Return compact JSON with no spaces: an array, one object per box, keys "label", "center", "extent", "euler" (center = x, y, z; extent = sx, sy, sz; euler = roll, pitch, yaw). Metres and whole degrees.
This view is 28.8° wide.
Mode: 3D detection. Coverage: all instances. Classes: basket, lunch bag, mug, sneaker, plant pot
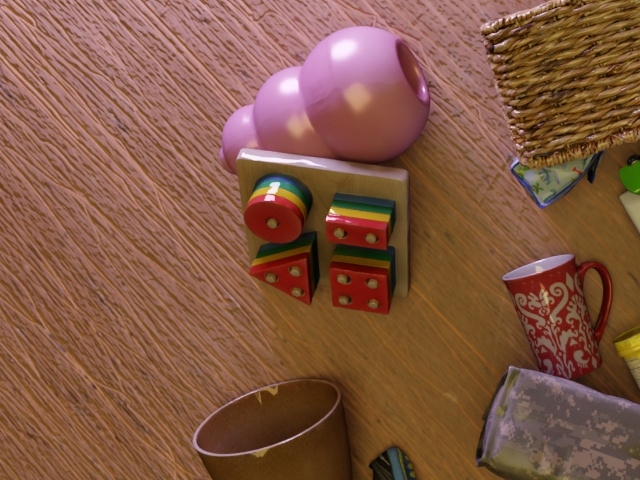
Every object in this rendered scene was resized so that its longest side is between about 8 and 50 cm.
[{"label":"basket","center":[0.397,-0.246,1.765],"extent":[0.299,0.213,0.223],"euler":[-18,96,13]},{"label":"lunch bag","center":[0.361,-0.122,1.824],"extent":[0.151,0.129,0.096],"euler":[-40,90,11]},{"label":"mug","center":[0.367,0.112,1.853],"extent":[0.150,0.113,0.169],"euler":[-18,94,15]},{"label":"sneaker","center":[0.113,0.414,1.927],"extent":[0.078,0.067,0.188],"euler":[-32,45,27]},{"label":"plant pot","center":[-0.043,0.379,1.928],"extent":[0.237,0.237,0.254],"euler":[-15,107,14]},{"label":"lunch bag","center":[0.351,0.293,1.792],"extent":[0.235,0.287,0.168],"euler":[18,78,7]}]

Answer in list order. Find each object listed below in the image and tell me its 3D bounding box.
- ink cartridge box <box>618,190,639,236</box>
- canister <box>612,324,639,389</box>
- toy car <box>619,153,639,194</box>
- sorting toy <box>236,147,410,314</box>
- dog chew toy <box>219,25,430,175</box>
[{"label":"ink cartridge box","center":[0.584,-0.023,1.802],"extent":[0.223,0.045,0.224],"euler":[-30,74,13]},{"label":"canister","center":[0.527,0.199,1.841],"extent":[0.126,0.073,0.169],"euler":[-27,90,13]},{"label":"toy car","center":[0.535,-0.135,1.782],"extent":[0.225,0.053,0.239],"euler":[-33,54,12]},{"label":"sorting toy","center":[0.000,0.000,1.862],"extent":[0.256,0.089,0.257],"euler":[8,138,12]},{"label":"dog chew toy","center":[-0.006,-0.184,1.874],"extent":[0.332,0.206,0.206],"euler":[-23,89,21]}]
